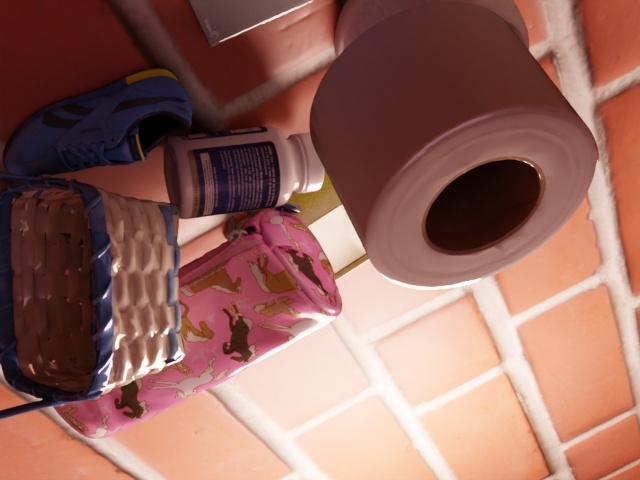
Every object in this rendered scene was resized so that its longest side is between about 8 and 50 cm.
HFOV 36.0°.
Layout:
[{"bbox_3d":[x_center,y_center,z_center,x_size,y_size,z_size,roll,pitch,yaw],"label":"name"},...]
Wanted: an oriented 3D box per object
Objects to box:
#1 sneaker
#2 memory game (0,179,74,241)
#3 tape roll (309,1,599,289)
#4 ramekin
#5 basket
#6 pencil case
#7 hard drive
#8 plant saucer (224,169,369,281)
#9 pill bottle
[{"bbox_3d":[-0.232,-0.107,1.026,0.209,0.082,0.069,-23,143,0],"label":"sneaker"},{"bbox_3d":[-0.366,0.003,1.134,0.186,0.012,0.186,-15,140,-13],"label":"memory game"},{"bbox_3d":[0.129,-0.091,0.990,0.246,0.169,0.246,-14,140,-12],"label":"tape roll"},{"bbox_3d":[0.128,-0.208,1.079,0.207,0.109,0.207,-14,140,-13],"label":"ramekin"},{"bbox_3d":[-0.287,0.056,1.012,0.201,0.254,0.289,-2,177,38],"label":"basket"},{"bbox_3d":[-0.165,0.105,1.208,0.386,0.167,0.160,-31,179,19],"label":"pencil case"},{"bbox_3d":[-0.067,-0.259,0.986,0.135,0.022,0.094,-24,142,-1],"label":"hard drive"},{"bbox_3d":[0.000,0.000,1.298,0.188,0.045,0.188,-33,140,10],"label":"plant saucer"},{"bbox_3d":[-0.086,-0.080,1.122,0.169,0.094,0.094,-8,139,-19],"label":"pill bottle"}]
